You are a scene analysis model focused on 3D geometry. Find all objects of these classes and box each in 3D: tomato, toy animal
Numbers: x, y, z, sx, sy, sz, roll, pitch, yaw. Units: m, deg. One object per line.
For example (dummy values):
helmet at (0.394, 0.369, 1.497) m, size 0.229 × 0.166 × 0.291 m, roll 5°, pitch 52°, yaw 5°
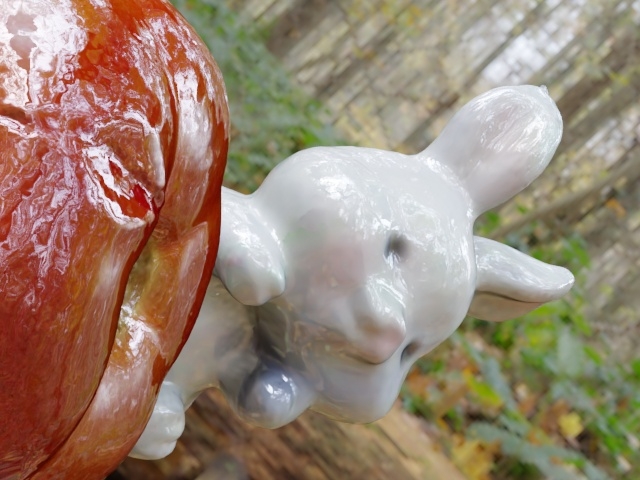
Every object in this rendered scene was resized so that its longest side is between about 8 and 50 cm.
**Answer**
tomato at (-0.176, -0.002, 0.684) m, size 0.226 × 0.298 × 0.298 m, roll 14°, pitch -3°, yaw 9°
toy animal at (-0.003, 0.006, 1.014) m, size 0.241 × 0.368 × 0.196 m, roll -93°, pitch 175°, yaw -58°
